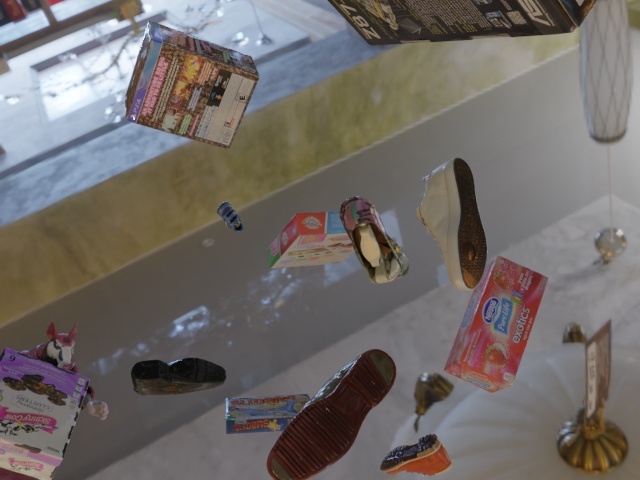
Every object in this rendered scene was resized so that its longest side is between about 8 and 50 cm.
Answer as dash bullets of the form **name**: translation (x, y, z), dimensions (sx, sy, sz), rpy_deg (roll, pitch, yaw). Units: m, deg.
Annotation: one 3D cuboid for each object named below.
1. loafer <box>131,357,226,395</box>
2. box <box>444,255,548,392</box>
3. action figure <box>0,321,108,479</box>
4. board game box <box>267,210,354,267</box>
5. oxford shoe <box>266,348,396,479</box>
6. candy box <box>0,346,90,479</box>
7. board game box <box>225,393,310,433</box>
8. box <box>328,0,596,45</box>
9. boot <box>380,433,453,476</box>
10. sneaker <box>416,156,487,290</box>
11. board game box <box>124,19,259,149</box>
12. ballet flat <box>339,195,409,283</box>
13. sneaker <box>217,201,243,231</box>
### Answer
- **loafer**: translation (-0.258, 0.254, 1.247), dimensions (0.170, 0.061, 0.062), rpy_deg (4, -142, -8)
- **box**: translation (0.440, 0.212, 1.714), dimensions (0.142, 0.154, 0.300), rpy_deg (24, -109, 4)
- **action figure**: translation (-0.559, 0.329, 1.363), dimensions (0.370, 0.248, 0.276), rpy_deg (-66, -168, 0)
- **board game box**: translation (0.000, 0.000, 1.986), dimensions (0.242, 0.316, 0.064), rpy_deg (-3, -108, -21)
- **oxford shoe**: translation (0.018, 0.372, 1.422), dimensions (0.348, 0.123, 0.130), rpy_deg (-38, 179, -26)
- **candy box**: translation (-0.511, 0.300, 1.185), dimensions (0.070, 0.165, 0.196), rpy_deg (-55, -160, 24)
- **board game box**: translation (-0.118, 0.399, 1.573), dimensions (0.201, 0.035, 0.136), rpy_deg (-1, -172, -9)
- **box**: translation (0.022, -0.332, 0.578), dimensions (0.097, 0.395, 0.318), rpy_deg (-56, -150, -8)
- **boot**: translation (0.202, 0.471, 1.433), dimensions (0.158, 0.085, 0.059), rpy_deg (-30, -162, 31)
- **sneaker**: translation (0.268, -0.022, 1.424), dimensions (0.123, 0.106, 0.290), rpy_deg (-24, -124, 42)
- **board game box**: translation (-0.344, -0.407, 1.805), dimensions (0.291, 0.232, 0.141), rpy_deg (14, -149, -26)
- **ballet flat**: translation (0.091, 0.020, 1.118), dimensions (0.077, 0.221, 0.079), rpy_deg (-18, -134, 15)
- **sneaker**: translation (-0.281, -0.074, 2.151), dimensions (0.059, 0.144, 0.053), rpy_deg (39, -101, 25)
